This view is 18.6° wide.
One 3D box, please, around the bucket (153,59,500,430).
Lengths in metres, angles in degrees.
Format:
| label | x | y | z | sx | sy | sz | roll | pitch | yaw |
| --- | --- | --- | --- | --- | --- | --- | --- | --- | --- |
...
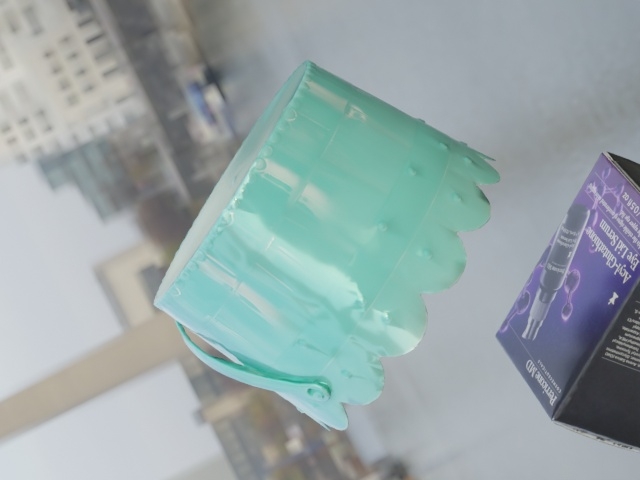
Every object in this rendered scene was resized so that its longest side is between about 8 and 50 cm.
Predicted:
| label | x | y | z | sx | sy | sz | roll | pitch | yaw |
| --- | --- | --- | --- | --- | --- | --- | --- | --- | --- |
| bucket | 0.000 | 0.000 | 1.602 | 0.183 | 0.281 | 0.281 | 33 | 180 | -7 |

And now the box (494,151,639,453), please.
| label | x | y | z | sx | sy | sz | roll | pitch | yaw |
| --- | --- | --- | --- | --- | --- | --- | --- | --- | --- |
| box | 0.265 | 0.054 | 1.695 | 0.108 | 0.207 | 0.153 | 20 | -162 | -25 |
